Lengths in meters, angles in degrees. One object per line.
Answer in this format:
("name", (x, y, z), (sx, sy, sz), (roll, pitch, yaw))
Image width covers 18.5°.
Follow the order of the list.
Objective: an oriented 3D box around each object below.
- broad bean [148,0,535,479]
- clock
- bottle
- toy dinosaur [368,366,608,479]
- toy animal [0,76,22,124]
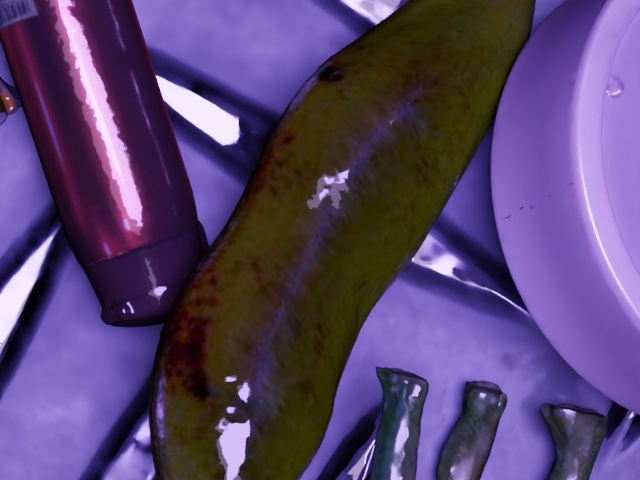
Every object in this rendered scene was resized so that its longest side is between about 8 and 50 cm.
("broad bean", (0.000, 0.000, 0.767), (0.077, 0.061, 0.339), (31, 73, -9))
("clock", (0.168, -0.024, 0.788), (0.197, 0.068, 0.197), (5, 78, -25))
("bottle", (-0.086, -0.045, 0.783), (0.060, 0.060, 0.164), (-18, 94, -9))
("toy dinosaur", (0.057, 0.209, 0.797), (0.447, 0.087, 0.301), (15, 88, -3))
("toy animal", (-0.192, -0.043, 0.706), (0.160, 0.197, 0.272), (-28, 91, -11))
